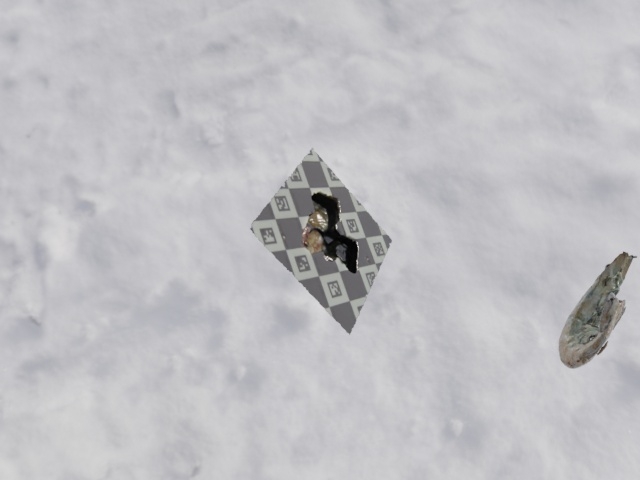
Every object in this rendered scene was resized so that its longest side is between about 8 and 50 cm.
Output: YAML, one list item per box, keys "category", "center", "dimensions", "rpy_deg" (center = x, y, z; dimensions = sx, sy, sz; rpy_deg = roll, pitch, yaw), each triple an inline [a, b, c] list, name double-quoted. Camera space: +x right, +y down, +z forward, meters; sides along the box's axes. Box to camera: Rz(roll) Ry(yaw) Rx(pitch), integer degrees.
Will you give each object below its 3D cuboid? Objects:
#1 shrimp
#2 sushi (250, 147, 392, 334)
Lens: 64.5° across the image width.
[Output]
- category: "shrimp"
  center: [0.478, 0.122, 0.868]
  dimensions: [0.047, 0.126, 0.224]
  rpy_deg: [26, 99, 2]
- category: "sushi"
  center: [0.000, 0.000, 0.809]
  dimensions: [0.047, 0.231, 0.220]
  rpy_deg: [-29, 111, 41]
